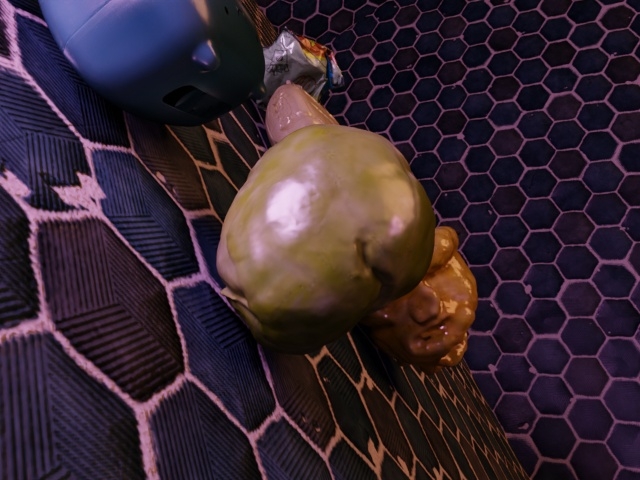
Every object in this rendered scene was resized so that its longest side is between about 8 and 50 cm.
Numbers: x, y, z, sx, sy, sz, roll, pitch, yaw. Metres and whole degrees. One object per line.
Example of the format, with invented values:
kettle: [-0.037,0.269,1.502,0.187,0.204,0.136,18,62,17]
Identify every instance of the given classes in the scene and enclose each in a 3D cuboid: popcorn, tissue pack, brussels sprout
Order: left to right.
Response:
tissue pack: [-0.190,-0.251,0.757,0.206,0.198,0.287,58,9,5]
brussels sprout: [0.007,-0.008,0.752,0.243,0.273,0.316,35,15,-10]
popcorn: [0.186,0.128,1.278,0.297,0.281,0.315,-14,-91,60]

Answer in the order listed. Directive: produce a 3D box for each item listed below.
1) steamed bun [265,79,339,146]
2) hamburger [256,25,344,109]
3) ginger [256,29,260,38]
steamed bun: [-0.045,-0.260,1.525,0.232,0.166,0.273,30,25,-46]
hamburger: [-0.097,-0.429,1.620,0.260,0.276,0.150,31,52,-53]
ginger: [-0.297,-0.777,2.083,0.118,0.065,0.299,49,3,32]
